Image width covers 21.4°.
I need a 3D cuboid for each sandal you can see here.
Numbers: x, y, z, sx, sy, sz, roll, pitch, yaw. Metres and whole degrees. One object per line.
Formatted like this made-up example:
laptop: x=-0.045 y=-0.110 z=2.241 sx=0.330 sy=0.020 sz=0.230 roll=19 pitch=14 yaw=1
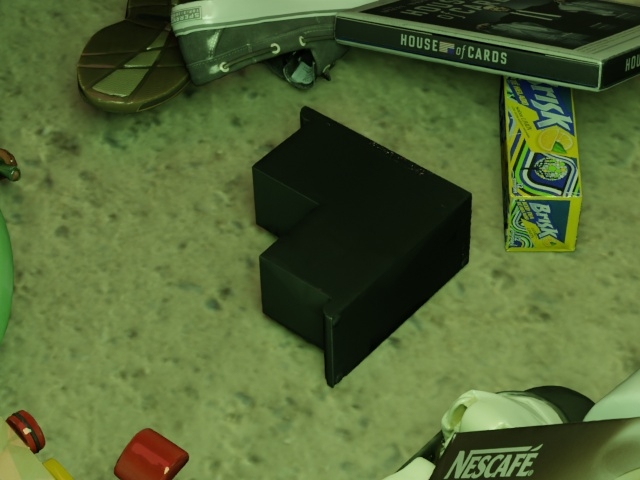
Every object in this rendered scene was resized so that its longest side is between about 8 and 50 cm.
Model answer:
sandal: x=-0.140 y=-0.150 z=1.378 sx=0.090 sy=0.060 sz=0.219 roll=9 pitch=31 yaw=-1

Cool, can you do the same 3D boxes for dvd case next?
dvd case: x=0.158 y=-0.165 z=1.331 sx=0.238 sy=0.029 sz=0.179 roll=16 pitch=26 yaw=34

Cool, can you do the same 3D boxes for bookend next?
bookend: x=0.000 y=0.000 z=1.210 sx=0.156 sy=0.072 sz=0.157 roll=29 pitch=53 yaw=28

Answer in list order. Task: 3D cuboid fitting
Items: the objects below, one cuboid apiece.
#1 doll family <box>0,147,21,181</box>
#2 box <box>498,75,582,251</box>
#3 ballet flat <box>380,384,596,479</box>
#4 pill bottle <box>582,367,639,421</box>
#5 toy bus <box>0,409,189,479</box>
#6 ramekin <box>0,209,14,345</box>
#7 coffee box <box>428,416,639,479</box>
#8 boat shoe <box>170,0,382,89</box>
doll family: x=-0.311 y=-0.084 z=1.278 sx=0.193 sy=0.111 sz=0.076 roll=41 pitch=91 yaw=20
box: x=0.165 y=-0.070 z=1.289 sx=0.054 sy=0.059 sz=0.169 roll=1 pitch=45 yaw=2
ballet flat: x=0.085 y=0.157 z=1.034 sx=0.095 sy=0.096 sz=0.280 roll=32 pitch=53 yaw=29
pill bottle: x=0.355 y=0.076 z=1.025 sx=0.392 sy=0.224 sz=0.224 roll=-31 pitch=52 yaw=-28
toy bus: x=-0.181 y=0.186 z=0.996 sx=0.191 sy=0.104 sz=0.202 roll=7 pitch=52 yaw=-2
ramekin: x=-0.364 y=0.011 z=1.089 sx=0.303 sy=0.148 sz=0.303 roll=-4 pitch=61 yaw=7
coffee box: x=0.148 y=0.187 z=0.841 sx=0.119 sy=0.297 sz=0.168 roll=38 pitch=68 yaw=-17
boat shoe: x=-0.021 y=-0.158 z=1.359 sx=0.080 sy=0.076 sz=0.228 roll=-8 pitch=2 yaw=43
